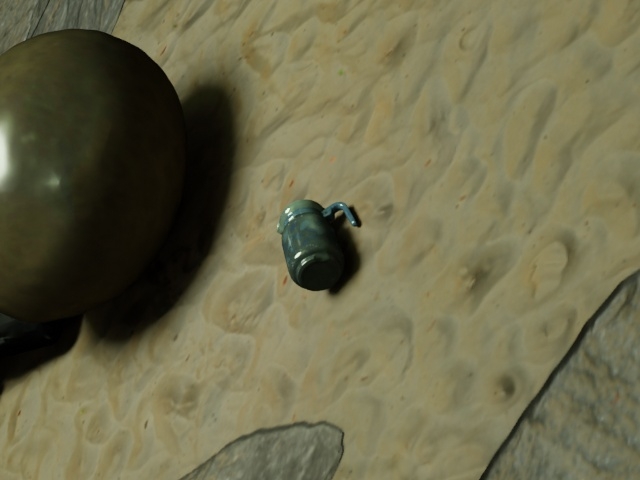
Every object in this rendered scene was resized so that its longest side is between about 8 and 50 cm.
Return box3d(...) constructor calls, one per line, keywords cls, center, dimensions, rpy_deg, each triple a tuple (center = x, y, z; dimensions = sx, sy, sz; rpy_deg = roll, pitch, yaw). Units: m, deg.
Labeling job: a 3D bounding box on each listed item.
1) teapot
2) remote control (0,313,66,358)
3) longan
box3d(cls="teapot", center=(-0.004, -0.001, 1.634), dimensions=(0.063, 0.049, 0.083), rpy_deg=(-48, 34, 24))
box3d(cls="remote control", center=(-0.430, 0.086, 2.095), dimensions=(0.398, 0.062, 0.145), rpy_deg=(-16, 44, 32))
box3d(cls="longan", center=(-0.257, -0.065, 1.883), dimensions=(0.300, 0.243, 0.300), rpy_deg=(-50, 15, 19))
